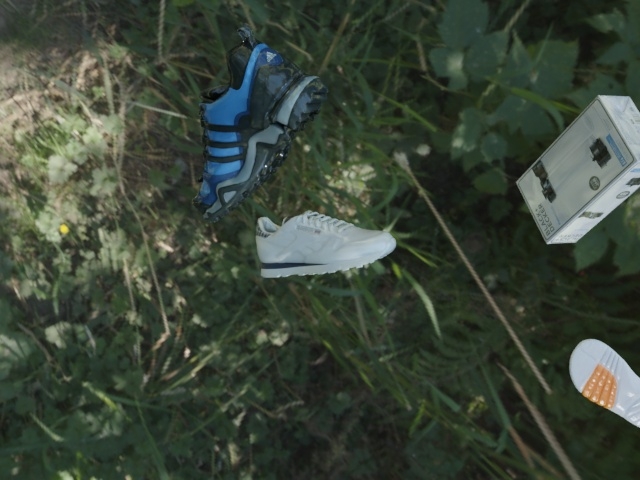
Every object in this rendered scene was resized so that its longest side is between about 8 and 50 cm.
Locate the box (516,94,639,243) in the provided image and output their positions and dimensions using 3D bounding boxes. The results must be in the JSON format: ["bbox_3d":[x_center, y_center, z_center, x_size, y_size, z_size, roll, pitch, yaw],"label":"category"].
[{"bbox_3d":[0.538,-0.136,1.569,0.087,0.169,0.290,-4,151,-27],"label":"box"}]

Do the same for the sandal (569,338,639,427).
[{"bbox_3d":[0.565,0.280,1.508,0.265,0.076,0.102,38,93,-19],"label":"sandal"}]

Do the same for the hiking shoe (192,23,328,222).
[{"bbox_3d":[-0.107,-0.143,1.020,0.304,0.132,0.113,-46,180,44],"label":"hiking shoe"}]

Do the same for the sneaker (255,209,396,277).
[{"bbox_3d":[0.000,0.000,1.157,0.090,0.235,0.094,-12,95,-60],"label":"sneaker"}]
